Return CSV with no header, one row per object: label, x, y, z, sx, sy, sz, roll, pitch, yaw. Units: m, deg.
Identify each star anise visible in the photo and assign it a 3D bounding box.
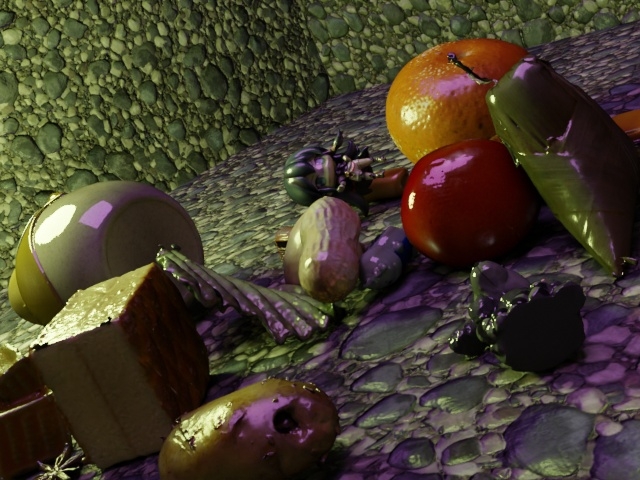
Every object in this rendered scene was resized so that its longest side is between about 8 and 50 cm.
star anise,-0.470,0.419,1.445,0.141,0.042,0.141,-20,21,8

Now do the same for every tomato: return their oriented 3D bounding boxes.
tomato,0.292,-0.086,1.659,0.299,0.226,0.298,-24,17,8

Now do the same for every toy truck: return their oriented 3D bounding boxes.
toy truck,-0.032,-0.021,2.112,0.083,0.092,0.192,-2,27,48

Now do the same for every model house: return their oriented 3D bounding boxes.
model house,-0.603,0.336,1.592,0.239,0.267,0.173,-14,-1,24

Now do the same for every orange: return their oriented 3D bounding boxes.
orange,0.382,-0.333,2.122,0.424,0.326,0.424,-11,35,8

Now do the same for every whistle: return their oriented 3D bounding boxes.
whistle,0.145,0.031,1.719,0.110,0.092,0.244,-48,1,42

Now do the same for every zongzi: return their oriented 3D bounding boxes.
zongzi,0.407,-0.175,1.466,0.181,0.447,0.418,-42,10,32

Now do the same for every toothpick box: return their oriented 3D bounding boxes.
toothpick box,-0.530,0.057,1.992,0.425,0.408,0.409,-13,19,43

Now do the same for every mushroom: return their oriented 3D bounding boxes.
mushroom,-0.025,0.001,1.906,0.173,0.162,0.236,-22,13,-18

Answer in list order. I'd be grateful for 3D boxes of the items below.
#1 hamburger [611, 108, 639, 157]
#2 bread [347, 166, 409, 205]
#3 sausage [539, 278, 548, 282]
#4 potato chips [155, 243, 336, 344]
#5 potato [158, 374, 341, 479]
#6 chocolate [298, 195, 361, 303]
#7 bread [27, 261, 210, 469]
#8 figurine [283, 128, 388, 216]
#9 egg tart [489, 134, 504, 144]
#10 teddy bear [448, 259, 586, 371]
hamburger,0.694,-0.225,1.788,0.137,0.087,0.166,-11,22,33
bread,0.144,-0.147,2.293,0.239,0.073,0.092,-8,22,39
sausage,0.360,0.092,1.392,0.100,0.015,0.015,-35,20,-33
potato chips,-0.166,0.108,1.678,0.389,0.373,0.097,-157,86,-73
potato,-0.111,0.292,1.195,0.300,0.140,0.173,-20,12,24
chocolate,0.022,0.012,1.690,0.134,0.134,0.309,-20,31,12
bread,-0.351,0.223,1.504,0.207,0.279,0.279,-22,14,11
figurine,0.034,-0.169,2.184,0.265,0.197,0.175,11,53,-3
egg tart,0.472,-0.173,1.796,0.203,0.147,0.202,-17,12,4
teddy bear,0.274,0.111,1.242,0.171,0.144,0.251,-41,17,-7
